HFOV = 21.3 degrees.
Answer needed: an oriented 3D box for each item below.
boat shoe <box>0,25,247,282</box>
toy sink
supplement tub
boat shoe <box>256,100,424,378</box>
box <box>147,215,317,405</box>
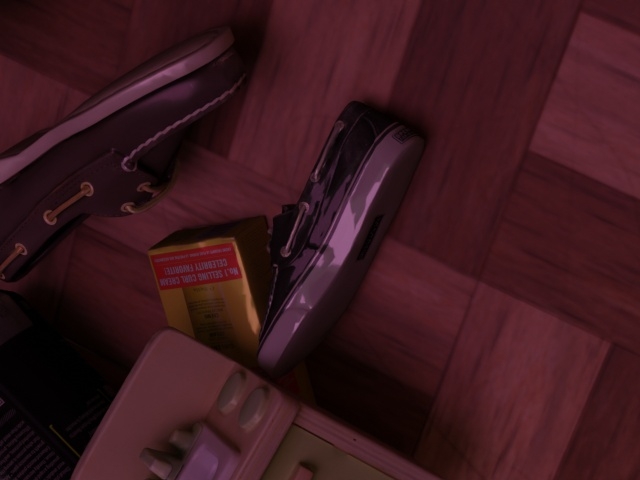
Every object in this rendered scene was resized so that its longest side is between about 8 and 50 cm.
[{"bbox_3d":[-0.168,-0.062,1.327,0.324,0.116,0.096,-27,100,34],"label":"boat shoe"},{"bbox_3d":[-0.042,0.187,1.260,0.234,0.131,0.152,32,86,-21],"label":"toy sink"},{"bbox_3d":[-0.218,0.210,1.399,0.316,0.193,0.193,45,120,6],"label":"supplement tub"},{"bbox_3d":[0.000,0.000,1.287,0.070,0.078,0.219,33,104,20],"label":"boat shoe"},{"bbox_3d":[-0.061,0.102,1.363,0.087,0.058,0.232,-8,104,25],"label":"box"}]
